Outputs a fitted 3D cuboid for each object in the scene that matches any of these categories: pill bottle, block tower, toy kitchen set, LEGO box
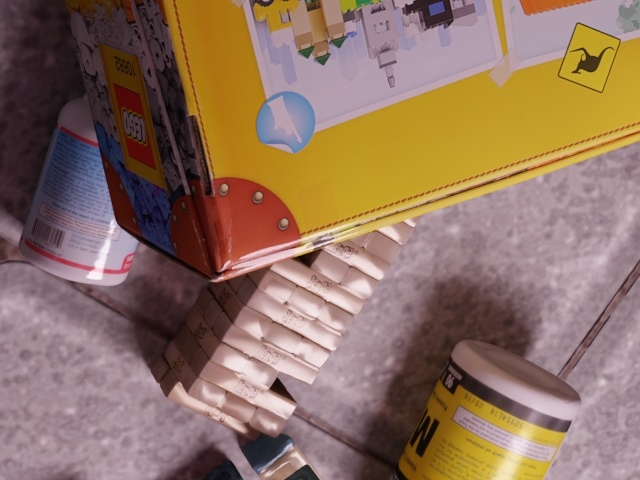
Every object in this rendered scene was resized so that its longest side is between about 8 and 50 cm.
[{"bbox_3d":[0.125,0.199,1.619,0.119,0.119,0.208,21,100,-23],"label":"pill bottle"},{"bbox_3d":[0.000,0.000,1.526,0.097,0.091,0.335,29,98,-25],"label":"block tower"},{"bbox_3d":[-0.166,-0.053,1.454,0.087,0.087,0.160,14,104,-22],"label":"pill bottle"},{"bbox_3d":[-0.091,0.242,1.535,0.207,0.166,0.122,-38,115,-3],"label":"toy kitchen set"},{"bbox_3d":[0.080,-0.234,1.323,0.500,0.193,0.372,-18,110,-21],"label":"LEGO box"}]
